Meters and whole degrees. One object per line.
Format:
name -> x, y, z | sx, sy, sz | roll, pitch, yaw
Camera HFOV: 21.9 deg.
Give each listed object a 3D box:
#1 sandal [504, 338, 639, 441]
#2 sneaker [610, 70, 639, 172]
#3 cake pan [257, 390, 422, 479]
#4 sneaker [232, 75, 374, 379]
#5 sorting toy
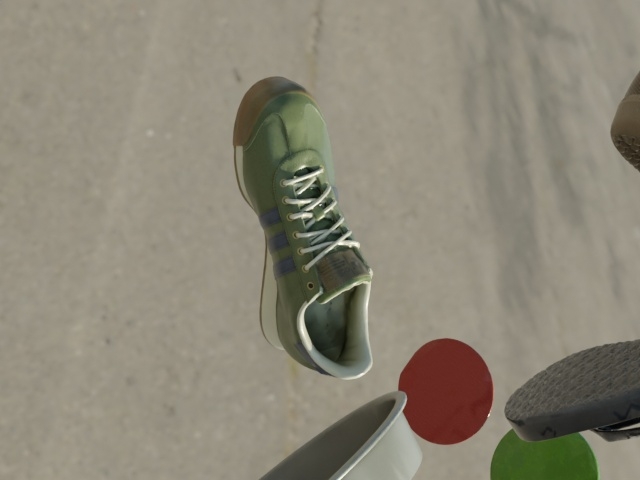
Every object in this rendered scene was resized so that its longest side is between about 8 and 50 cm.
sandal -> 0.242, 0.100, 1.114 | 0.054, 0.254, 0.097 | 67, 26, -14
sneaker -> 0.180, -0.030, 0.661 | 0.066, 0.071, 0.188 | 27, -5, 36
cake pan -> -0.029, 0.237, 1.387 | 0.054, 0.293, 0.293 | 51, 16, -2
sneaker -> 0.000, 0.000, 1.003 | 0.086, 0.064, 0.192 | 36, -41, 49
sorting toy -> 0.255, 0.248, 1.879 | 0.365, 0.127, 0.126 | 40, 15, 24
